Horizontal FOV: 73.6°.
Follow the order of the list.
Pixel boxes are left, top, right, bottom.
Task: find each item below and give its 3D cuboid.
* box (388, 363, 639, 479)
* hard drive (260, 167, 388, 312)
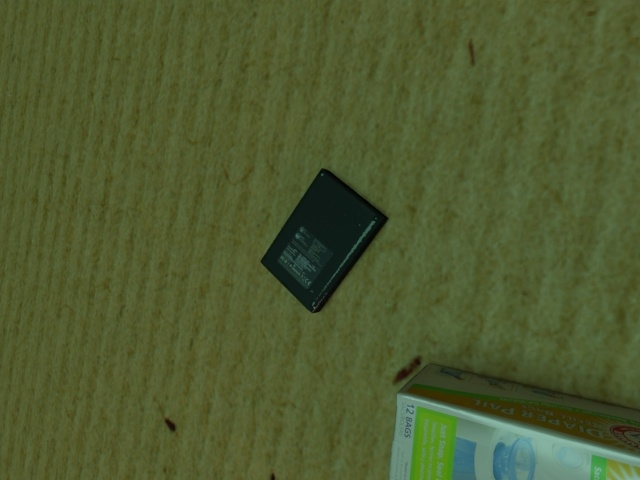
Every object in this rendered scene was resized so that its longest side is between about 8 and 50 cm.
[{"bbox_3d":[0.167,0.184,0.340,0.203,0.103,0.114,6,92,28],"label":"box"},{"bbox_3d":[0.000,0.000,0.482,0.094,0.022,0.135,42,107,23],"label":"hard drive"}]
